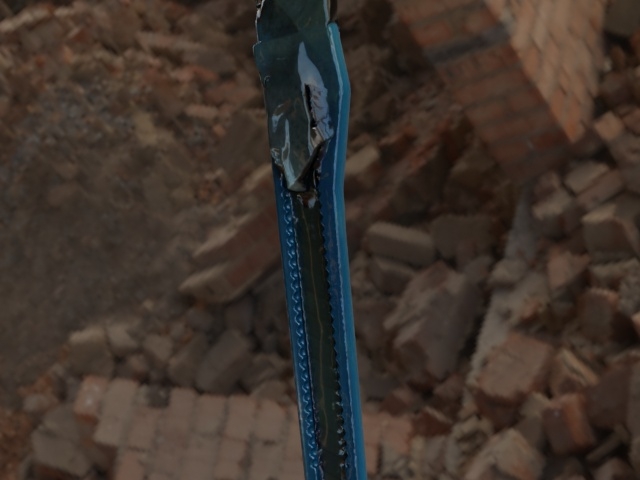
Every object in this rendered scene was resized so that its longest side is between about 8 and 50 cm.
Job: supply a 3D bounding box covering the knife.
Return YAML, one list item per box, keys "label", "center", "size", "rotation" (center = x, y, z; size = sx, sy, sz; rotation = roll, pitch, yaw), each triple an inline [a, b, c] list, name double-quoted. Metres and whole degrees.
- label: "knife"
  center: [-0.001, 0.000, 0.605]
  size: [0.044, 0.296, 0.026]
  rotation: [-5, 3, 14]
